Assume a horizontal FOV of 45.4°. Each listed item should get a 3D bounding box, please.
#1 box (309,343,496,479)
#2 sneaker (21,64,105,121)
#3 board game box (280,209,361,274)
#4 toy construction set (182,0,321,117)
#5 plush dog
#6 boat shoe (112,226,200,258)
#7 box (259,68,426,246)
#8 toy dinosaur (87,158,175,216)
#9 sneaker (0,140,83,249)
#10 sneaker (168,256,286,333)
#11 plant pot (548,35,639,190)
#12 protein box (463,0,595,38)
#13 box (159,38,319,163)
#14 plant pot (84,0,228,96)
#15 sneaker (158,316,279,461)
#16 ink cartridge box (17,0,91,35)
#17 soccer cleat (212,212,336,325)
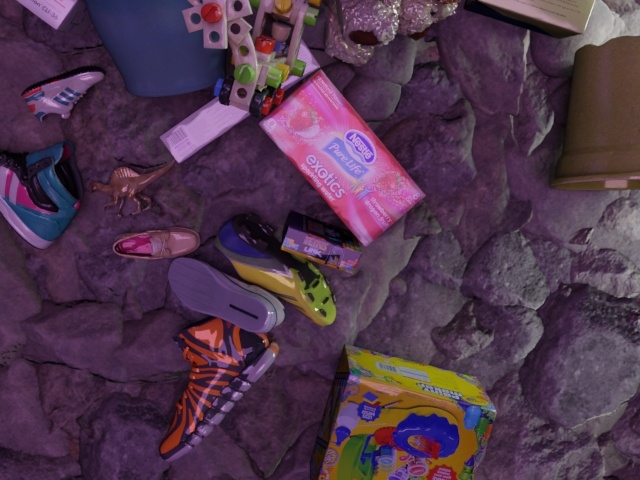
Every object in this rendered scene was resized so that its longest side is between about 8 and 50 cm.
[{"bbox_3d":[0.152,0.393,1.514,0.290,0.177,0.279,14,101,-4],"label":"box"},{"bbox_3d":[-0.471,-0.273,1.433,0.161,0.057,0.075,-19,118,0],"label":"sneaker"},{"bbox_3d":[0.000,0.000,1.435,0.141,0.170,0.048,21,101,-6],"label":"board game box"},{"bbox_3d":[-0.098,-0.327,1.252,0.151,0.327,0.215,26,111,15],"label":"toy construction set"},{"bbox_3d":[0.130,-0.425,1.331,0.225,0.262,0.211,-3,92,-9],"label":"plush dog"},{"bbox_3d":[-0.320,0.010,1.483,0.170,0.059,0.063,-6,101,-1],"label":"boat shoe"},{"bbox_3d":[0.039,-0.155,1.421,0.154,0.142,0.300,-40,100,5],"label":"box"},{"bbox_3d":[-0.359,-0.098,1.465,0.183,0.053,0.093,-14,100,1],"label":"toy dinosaur"},{"bbox_3d":[-0.550,-0.143,1.411,0.178,0.124,0.295,-37,108,10],"label":"sneaker"},{"bbox_3d":[-0.181,0.110,1.474,0.258,0.091,0.094,28,97,25],"label":"sneaker"},{"bbox_3d":[0.556,-0.225,1.382,0.276,0.276,0.254,0,90,-2],"label":"plant pot"},{"bbox_3d":[0.392,-0.492,1.370,0.199,0.136,0.201,16,100,-4],"label":"protein box"},{"bbox_3d":[-0.151,-0.260,1.434,0.324,0.063,0.067,-35,100,5],"label":"box"},{"bbox_3d":[-0.270,-0.391,1.316,0.271,0.272,0.255,-7,115,-1],"label":"plant pot"},{"bbox_3d":[-0.246,0.272,1.517,0.180,0.124,0.321,41,86,-5],"label":"sneaker"},{"bbox_3d":[-0.469,-0.421,1.324,0.115,0.198,0.067,36,98,-8],"label":"ink cartridge box"},{"bbox_3d":[-0.087,0.066,1.502,0.289,0.093,0.121,44,127,-13],"label":"soccer cleat"}]
